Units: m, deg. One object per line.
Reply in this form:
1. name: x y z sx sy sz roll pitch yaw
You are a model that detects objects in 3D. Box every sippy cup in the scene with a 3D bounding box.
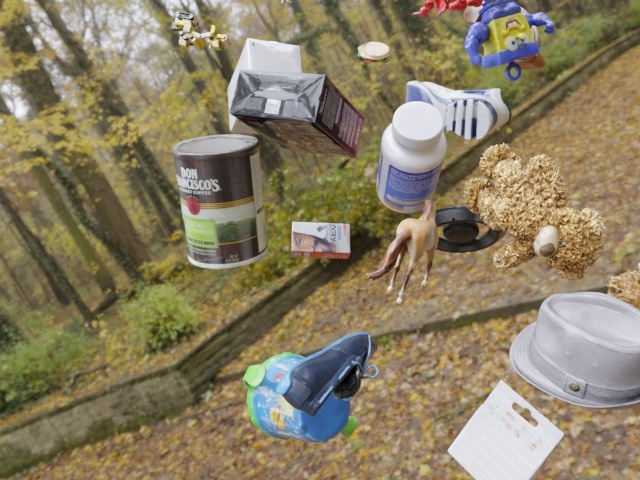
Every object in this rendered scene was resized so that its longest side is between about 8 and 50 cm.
1. sippy cup: -0.044 0.426 1.560 0.305 0.240 0.224 -4 -1 -32

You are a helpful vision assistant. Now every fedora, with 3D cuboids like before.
1. fedora: 0.486 0.176 1.070 0.243 0.124 0.275 -30 36 -28

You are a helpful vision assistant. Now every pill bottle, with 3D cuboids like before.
1. pill bottle: 0.216 -0.196 1.403 0.152 0.152 0.272 -30 -25 -16

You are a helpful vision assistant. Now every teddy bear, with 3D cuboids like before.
1. teddy bear: 0.417 -0.060 1.219 0.113 0.338 0.245 6 -40 -40

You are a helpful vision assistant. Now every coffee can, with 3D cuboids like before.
1. coffee can: -0.233 -0.097 1.409 0.201 0.276 0.201 -3 22 1

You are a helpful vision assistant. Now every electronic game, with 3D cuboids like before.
1. electronic game: 0.360 -0.027 1.512 0.229 0.229 0.048 -21 55 41

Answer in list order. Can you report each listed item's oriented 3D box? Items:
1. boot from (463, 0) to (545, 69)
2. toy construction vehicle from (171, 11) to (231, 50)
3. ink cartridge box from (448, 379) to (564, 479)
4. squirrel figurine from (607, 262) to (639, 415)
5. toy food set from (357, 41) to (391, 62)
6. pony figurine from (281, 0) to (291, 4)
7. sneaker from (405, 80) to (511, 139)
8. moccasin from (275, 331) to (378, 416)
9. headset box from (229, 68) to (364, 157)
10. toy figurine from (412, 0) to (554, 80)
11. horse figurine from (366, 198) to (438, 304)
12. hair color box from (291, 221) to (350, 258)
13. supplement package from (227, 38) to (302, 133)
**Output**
1. boot: 0.492 -0.478 1.469 0.109 0.220 0.283 -54 37 13
2. toy construction vehicle: -0.206 -0.341 0.990 0.098 0.035 0.086 14 -9 13
3. ink cartridge box: 0.426 0.465 1.356 0.056 0.181 0.225 17 -71 -51
4. squirrel figurine: 0.904 0.234 1.643 0.370 0.281 0.397 -49 -29 -8
5. toy food set: 0.133 -0.464 1.458 0.083 0.020 0.083 2 47 1
6. pony figurine: -0.031 -0.821 1.468 0.302 0.364 0.351 10 -31 -28
7. sneaker: 0.390 -0.353 1.607 0.182 0.128 0.315 -15 30 -34
8. moccasin: 0.035 0.307 1.311 0.342 0.117 0.138 -18 -36 -52
9. headset box: -0.040 -0.287 1.388 0.218 0.110 0.293 11 -5 25
10. toy figurine: 0.405 -0.456 1.287 0.362 0.217 0.191 -20 7 -19
11. horse figurine: 0.170 0.016 1.081 0.066 0.175 0.263 16 12 24
12. hair color box: 0.000 0.000 1.698 0.167 0.093 0.053 1 -22 -5
13. supplement package: -0.188 -0.496 1.947 0.177 0.175 0.293 1 -20 -21
